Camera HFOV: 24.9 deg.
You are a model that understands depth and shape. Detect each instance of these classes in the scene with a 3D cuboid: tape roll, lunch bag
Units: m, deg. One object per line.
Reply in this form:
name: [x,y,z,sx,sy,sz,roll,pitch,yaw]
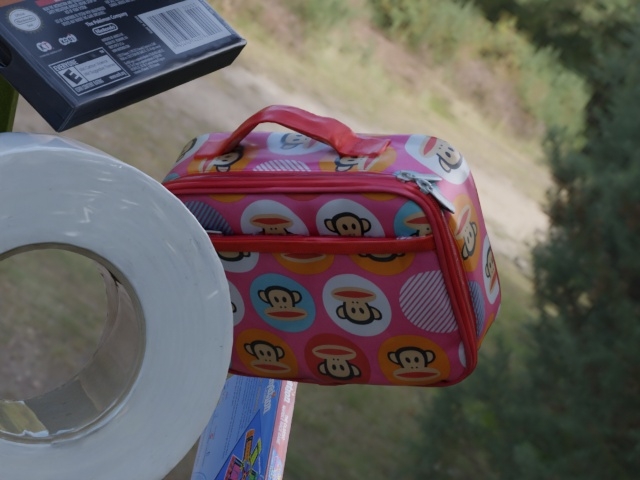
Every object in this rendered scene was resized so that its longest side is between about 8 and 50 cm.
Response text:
tape roll: [-0.212,0.066,1.063,0.286,0.286,0.100,29,-1,-26]
lunch bag: [0.000,0.000,1.266,0.293,0.258,0.120,0,35,26]

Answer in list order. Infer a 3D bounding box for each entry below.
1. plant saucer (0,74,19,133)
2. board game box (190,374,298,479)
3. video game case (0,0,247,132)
plant saucer: [-0.407,-0.185,1.505,0.188,0.188,0.045,4,38,-22]
board game box: [-0.091,0.240,1.625,0.027,0.145,0.281,39,34,-22]
video game case: [-0.216,-0.215,1.201,0.248,0.035,0.275,46,31,6]
